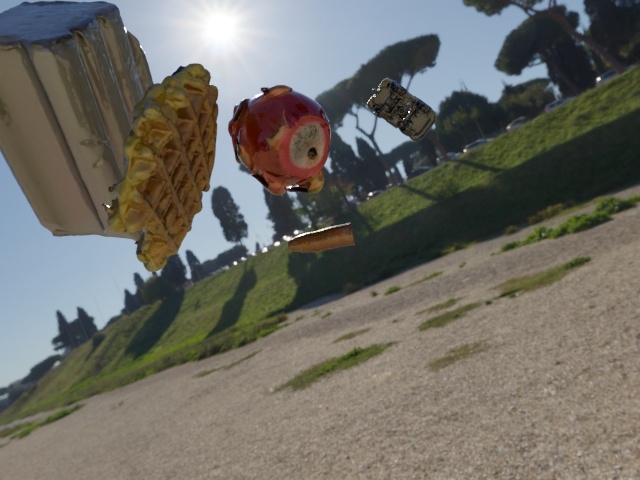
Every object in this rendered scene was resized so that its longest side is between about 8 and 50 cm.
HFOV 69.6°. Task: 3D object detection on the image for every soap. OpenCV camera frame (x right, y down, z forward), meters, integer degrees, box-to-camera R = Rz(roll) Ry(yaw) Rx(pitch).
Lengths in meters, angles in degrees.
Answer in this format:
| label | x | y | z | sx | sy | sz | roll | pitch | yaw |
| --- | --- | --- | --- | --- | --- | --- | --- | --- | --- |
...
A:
| label | x | y | z | sx | sy | sz | roll | pitch | yaw |
| --- | --- | --- | --- | --- | --- | --- | --- | --- | --- |
| soap | -0.495 | -0.252 | 0.974 | 0.212 | 0.350 | 0.435 | 2 | -47 | 3 |

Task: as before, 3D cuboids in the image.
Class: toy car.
| label | x | y | z | sx | sy | sz | roll | pitch | yaw |
| --- | --- | --- | --- | --- | --- | --- | --- | --- | --- |
| toy car | 0.224 | -0.369 | 1.279 | 0.097 | 0.191 | 0.100 | -53 | 6 | 28 |

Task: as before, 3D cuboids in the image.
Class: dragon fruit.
| label | x | y | z | sx | sy | sz | roll | pitch | yaw |
| --- | --- | --- | --- | --- | --- | --- | --- | --- | --- |
| dragon fruit | -0.086 | -0.211 | 0.961 | 0.224 | 0.224 | 0.227 | -22 | 28 | -21 |

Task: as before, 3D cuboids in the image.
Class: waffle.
| label | x | y | z | sx | sy | sz | roll | pitch | yaw |
| --- | --- | --- | --- | --- | --- | --- | --- | --- | --- |
| waffle | -0.207 | -0.095 | 0.648 | 0.301 | 0.058 | 0.282 | 108 | 180 | -48 |

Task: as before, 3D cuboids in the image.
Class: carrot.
| label | x | y | z | sx | sy | sz | roll | pitch | yaw |
| --- | --- | --- | --- | --- | --- | --- | --- | --- | --- |
| carrot | 0.000 | 0.000 | 0.924 | 0.139 | 0.048 | 0.048 | -12 | -1 | 12 |
